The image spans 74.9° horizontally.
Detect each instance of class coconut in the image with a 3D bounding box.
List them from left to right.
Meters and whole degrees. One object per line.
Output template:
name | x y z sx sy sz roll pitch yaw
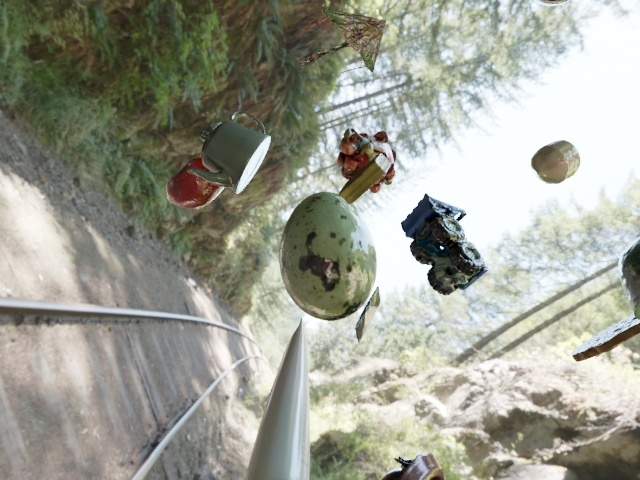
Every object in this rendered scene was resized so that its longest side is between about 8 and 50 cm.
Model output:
coconut | 0.613 -0.201 1.100 0.110 0.125 0.110 56 -14 22

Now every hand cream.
hand cream | -0.072 0.352 0.873 0.358 0.118 0.185 -86 -175 -51

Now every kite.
kite | 0.048 -0.435 0.937 0.244 0.006 0.198 -7 -36 41

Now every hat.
hat | 0.123 0.427 0.652 0.089 0.205 0.205 9 -54 40

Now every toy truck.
toy truck | 0.276 0.004 0.916 0.113 0.126 0.208 -56 -129 44

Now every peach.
peach | -0.464 -0.197 1.533 0.158 0.267 0.154 55 11 -3

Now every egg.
egg | 0.022 0.044 1.224 0.287 0.288 0.379 107 -16 -71

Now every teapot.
teapot | -0.219 -0.225 1.012 0.149 0.239 0.162 30 -30 -3

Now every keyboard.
keyboard | 0.144 0.217 1.255 0.015 0.196 0.074 10 -55 24

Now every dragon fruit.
dragon fruit | 0.174 -0.309 1.629 0.227 0.307 0.243 49 -48 28

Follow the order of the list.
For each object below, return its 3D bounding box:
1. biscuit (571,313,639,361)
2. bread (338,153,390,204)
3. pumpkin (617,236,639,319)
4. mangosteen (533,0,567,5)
biscuit | 0.993 0.325 1.411 0.295 0.186 0.044 -46 -113 29
bread | 0.083 -0.116 0.777 0.035 0.094 0.090 46 23 -7
pumpkin | 0.882 0.047 1.002 0.263 0.293 0.196 73 10 -53
mangosteen | 0.734 -0.812 1.195 0.302 0.275 0.275 26 -23 9
